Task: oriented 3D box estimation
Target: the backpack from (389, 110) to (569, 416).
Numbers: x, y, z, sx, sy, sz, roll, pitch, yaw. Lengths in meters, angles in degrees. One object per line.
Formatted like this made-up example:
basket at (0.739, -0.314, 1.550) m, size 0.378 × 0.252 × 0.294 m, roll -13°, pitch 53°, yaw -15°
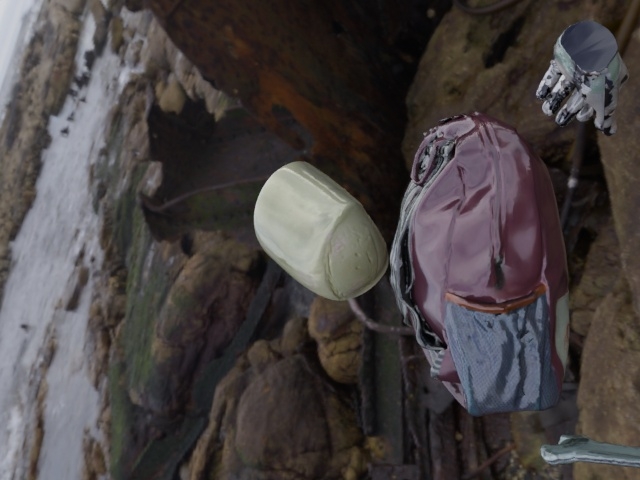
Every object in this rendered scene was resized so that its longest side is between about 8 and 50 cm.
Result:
backpack at (0.178, 0.011, 0.738) m, size 0.283 × 0.197 × 0.316 m, roll -77°, pitch -22°, yaw -81°

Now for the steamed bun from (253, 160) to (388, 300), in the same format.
steamed bun at (0.000, 0.000, 1.037) m, size 0.155 × 0.250 × 0.200 m, roll -45°, pitch 59°, yaw -5°

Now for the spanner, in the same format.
spanner at (0.372, 0.224, 0.642) m, size 0.302 × 0.071 × 0.017 m, roll -11°, pitch 94°, yaw 47°

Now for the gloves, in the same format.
gloves at (0.399, -0.237, 0.941) m, size 0.128 × 0.212 × 0.111 m, roll 28°, pitch 94°, yaw 24°
